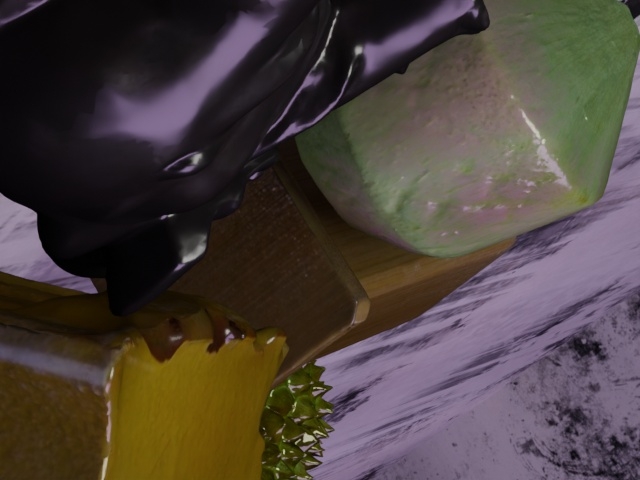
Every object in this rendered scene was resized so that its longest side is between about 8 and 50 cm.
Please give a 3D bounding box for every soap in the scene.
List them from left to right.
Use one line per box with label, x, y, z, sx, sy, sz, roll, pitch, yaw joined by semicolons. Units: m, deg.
soap;-0.188;0.073;0.935;0.259;0.281;0.143;14;90;-70

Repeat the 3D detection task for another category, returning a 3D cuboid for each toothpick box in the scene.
toothpick box;0.000;0.000;1.276;0.190;0.187;0.308;-41;167;32

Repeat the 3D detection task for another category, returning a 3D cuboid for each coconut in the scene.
coconut;0.103;-0.096;1.098;0.235;0.205;0.236;0;128;0

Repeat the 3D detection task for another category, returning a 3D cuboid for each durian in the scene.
durian;-0.115;0.169;1.506;0.291;0.225;0.291;-34;170;-7

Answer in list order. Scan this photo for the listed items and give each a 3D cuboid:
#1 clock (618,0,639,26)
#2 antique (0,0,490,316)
clock;0.220;-0.191;1.318;0.236;0.053;0.236;-28;165;-8
antique;-0.067;-0.103;0.786;0.255;0.185;0.322;-38;165;0
